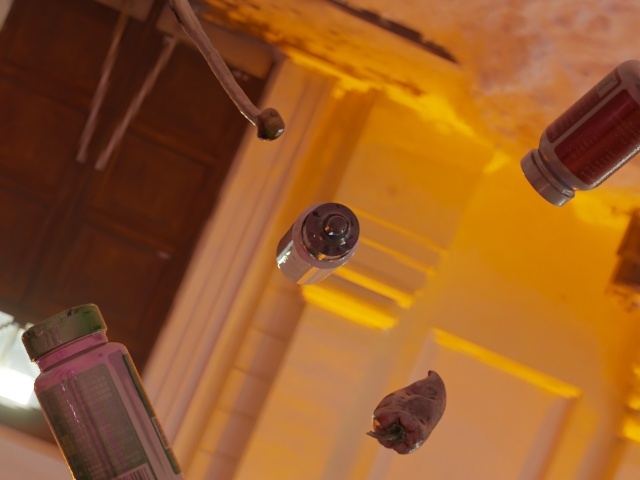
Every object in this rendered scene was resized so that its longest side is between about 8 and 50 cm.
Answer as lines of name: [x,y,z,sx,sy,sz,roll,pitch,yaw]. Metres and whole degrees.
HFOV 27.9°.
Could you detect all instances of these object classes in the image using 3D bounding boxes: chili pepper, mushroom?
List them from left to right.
mushroom: [-0.140,-0.245,1.566,0.306,0.043,0.068,55,144,7]
chili pepper: [0.078,0.151,1.124,0.050,0.041,0.153,52,-159,2]

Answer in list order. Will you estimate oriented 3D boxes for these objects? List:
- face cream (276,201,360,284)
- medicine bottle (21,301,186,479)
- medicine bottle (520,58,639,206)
face cream: [0.000,0.000,1.736,0.092,0.092,0.311,23,169,-4]
medicine bottle: [-0.284,0.222,1.664,0.133,0.133,0.274,51,-166,-86]
medicine bottle: [0.451,-0.171,2.092,0.131,0.250,0.131,34,-149,-24]
